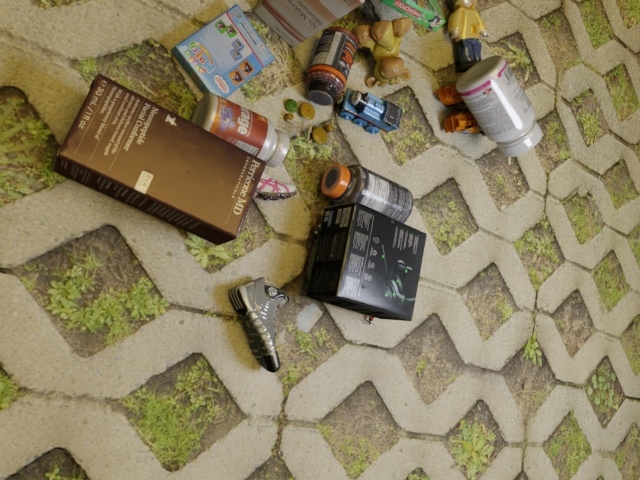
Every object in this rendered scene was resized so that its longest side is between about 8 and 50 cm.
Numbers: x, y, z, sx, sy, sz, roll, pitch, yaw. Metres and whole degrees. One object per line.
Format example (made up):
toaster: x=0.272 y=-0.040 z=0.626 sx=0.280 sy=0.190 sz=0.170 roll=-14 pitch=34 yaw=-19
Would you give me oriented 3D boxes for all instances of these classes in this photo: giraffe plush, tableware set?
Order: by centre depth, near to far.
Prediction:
tableware set: x=-0.031 y=-0.312 z=1.507 sx=0.154 sy=0.024 sz=0.104 roll=15 pitch=74 yaw=-32
giraffe plush: x=0.185 y=-0.526 z=1.615 sx=0.210 sy=0.181 sz=0.170 roll=-44 pitch=127 yaw=-67

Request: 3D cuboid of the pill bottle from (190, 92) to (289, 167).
pill bottle: x=-0.186 y=-0.250 z=1.329 sx=0.216 sy=0.121 sz=0.121 roll=18 pitch=75 yaw=-33

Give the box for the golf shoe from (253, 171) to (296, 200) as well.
golf shoe: x=-0.138 y=-0.140 z=1.385 sx=0.186 sy=0.067 sz=0.086 roll=0 pitch=84 yaw=-35

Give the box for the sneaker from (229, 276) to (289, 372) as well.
sneaker: x=-0.115 y=0.192 z=1.363 sx=0.132 sy=0.086 sz=0.228 roll=-28 pitch=101 yaw=-36

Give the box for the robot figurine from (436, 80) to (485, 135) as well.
robot figurine: x=0.507 y=-0.441 z=1.859 sx=0.291 sy=0.085 sz=0.211 roll=-17 pitch=97 yaw=-35

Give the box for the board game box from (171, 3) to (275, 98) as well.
board game box: x=-0.229 y=-0.447 z=1.367 sx=0.211 sy=0.039 sz=0.160 roll=-48 pitch=112 yaw=-29

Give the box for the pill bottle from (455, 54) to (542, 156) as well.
pill bottle: x=0.553 y=-0.405 z=1.738 sx=0.283 sy=0.160 sz=0.160 roll=50 pitch=61 yaw=-21

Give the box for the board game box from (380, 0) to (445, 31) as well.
board game box: x=0.228 y=-0.756 z=1.630 sx=0.214 sy=0.046 sz=0.317 roll=13 pitch=51 yaw=-35

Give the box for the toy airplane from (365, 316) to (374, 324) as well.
toy airplane: x=0.154 y=0.162 z=1.588 sx=0.151 sy=0.028 sz=0.151 roll=4 pitch=84 yaw=-36

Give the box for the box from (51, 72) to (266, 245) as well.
box: x=-0.327 y=-0.154 z=1.182 sx=0.381 sy=0.143 sz=0.191 roll=26 pitch=72 yaw=-24

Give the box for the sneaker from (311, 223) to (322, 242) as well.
sneaker: x=0.000 y=0.000 z=1.498 sx=0.035 sy=0.031 sz=0.083 roll=-23 pitch=101 yaw=-14

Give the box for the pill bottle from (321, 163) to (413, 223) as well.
pill bottle: x=0.122 y=-0.124 z=1.530 sx=0.246 sy=0.130 sz=0.130 roll=21 pitch=74 yaw=-32

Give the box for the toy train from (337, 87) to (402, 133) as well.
toy train: x=0.135 y=-0.360 z=1.576 sx=0.184 sy=0.105 sz=0.080 roll=21 pitch=74 yaw=-32

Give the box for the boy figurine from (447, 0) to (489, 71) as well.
boy figurine: x=0.493 y=-0.702 z=1.871 sx=0.177 sy=0.092 sz=0.285 roll=-7 pitch=93 yaw=-33

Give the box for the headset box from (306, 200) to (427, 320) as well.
headset box: x=0.133 y=0.064 z=1.481 sx=0.283 sy=0.131 sz=0.246 roll=20 pitch=75 yaw=-33

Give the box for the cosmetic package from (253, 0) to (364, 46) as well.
cosmetic package: x=-0.015 y=-0.609 z=1.376 sx=0.153 sy=0.296 sz=0.129 roll=34 pitch=68 yaw=-27

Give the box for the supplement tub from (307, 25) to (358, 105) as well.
supplement tub: x=0.027 y=-0.460 z=1.510 sx=0.106 sy=0.106 sz=0.197 roll=27 pitch=72 yaw=-31
